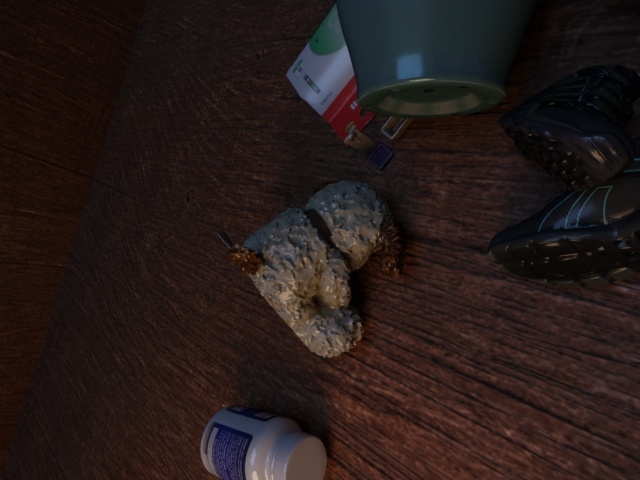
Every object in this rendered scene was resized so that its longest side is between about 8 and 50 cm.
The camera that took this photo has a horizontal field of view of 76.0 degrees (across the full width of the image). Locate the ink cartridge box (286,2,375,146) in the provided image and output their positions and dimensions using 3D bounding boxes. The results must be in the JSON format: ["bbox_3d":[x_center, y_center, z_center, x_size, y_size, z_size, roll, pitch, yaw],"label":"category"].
[{"bbox_3d":[0.042,-0.305,0.731,0.181,0.056,0.225,-47,49,24],"label":"ink cartridge box"}]

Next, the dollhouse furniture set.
[{"bbox_3d":[0.082,-0.188,0.635,0.114,0.081,0.091,-52,49,19],"label":"dollhouse furniture set"}]

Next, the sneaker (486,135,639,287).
[{"bbox_3d":[0.283,-0.027,0.383,0.267,0.101,0.106,-25,40,54],"label":"sneaker"}]

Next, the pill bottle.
[{"bbox_3d":[-0.086,0.322,0.622,0.186,0.112,0.112,-8,72,43],"label":"pill bottle"}]

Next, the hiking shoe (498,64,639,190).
[{"bbox_3d":[0.246,-0.124,0.389,0.114,0.086,0.227,-41,11,23],"label":"hiking shoe"}]

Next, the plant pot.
[{"bbox_3d":[0.138,-0.295,0.503,0.271,0.271,0.256,6,95,44],"label":"plant pot"}]

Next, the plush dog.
[{"bbox_3d":[0.000,0.000,0.606,0.225,0.211,0.262,-39,51,-4],"label":"plush dog"}]
